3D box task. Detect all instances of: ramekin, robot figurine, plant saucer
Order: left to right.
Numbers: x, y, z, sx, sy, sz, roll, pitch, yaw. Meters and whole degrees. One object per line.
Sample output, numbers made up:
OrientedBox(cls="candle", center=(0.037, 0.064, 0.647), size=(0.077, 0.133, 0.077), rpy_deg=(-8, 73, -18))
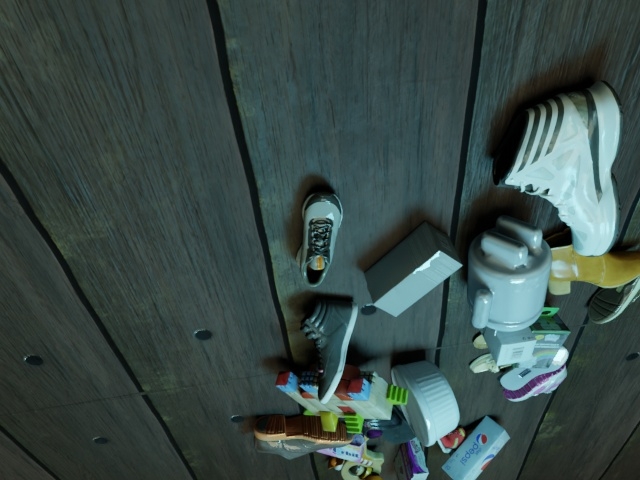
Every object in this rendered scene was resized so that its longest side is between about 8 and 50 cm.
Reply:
OrientedBox(cls="ramekin", center=(0.348, 0.525, 1.566), size=(0.127, 0.272, 0.272), rpy_deg=(-19, 132, -10))
OrientedBox(cls="plant saucer", center=(0.553, 0.331, 1.584), size=(0.084, 0.015, 0.083), rpy_deg=(-5, 130, -5))
OrientedBox(cls="robot figurine", center=(0.496, 0.105, 1.260), size=(0.300, 0.200, 0.353), rpy_deg=(-37, 136, -23))

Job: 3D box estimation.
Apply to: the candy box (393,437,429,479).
OrientedBox(cls="candy box", center=(0.381, 0.960, 1.999), size=(0.071, 0.159, 0.233), rpy_deg=(1, 131, -9))

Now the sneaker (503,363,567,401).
OrientedBox(cls="sneaker", center=(0.794, 0.520, 1.727), size=(0.252, 0.102, 0.111), rpy_deg=(-37, 124, 22))

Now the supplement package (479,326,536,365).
OrientedBox(cls="supplement package", center=(0.550, 0.266, 1.420), size=(0.105, 0.179, 0.105), rpy_deg=(-9, 131, -1))

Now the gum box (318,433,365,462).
OrientedBox(cls="gum box", center=(0.078, 0.775, 1.805), size=(0.189, 0.062, 0.107), rpy_deg=(8, 126, 15))

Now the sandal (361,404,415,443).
OrientedBox(cls="sandal", center=(0.237, 0.692, 1.782), size=(0.168, 0.107, 0.446), rpy_deg=(-36, 126, 20))

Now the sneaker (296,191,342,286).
OrientedBox(cls="sneaker", center=(0.000, 0.000, 1.157), size=(0.101, 0.108, 0.271), rpy_deg=(2, 128, -8))

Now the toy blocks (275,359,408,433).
OrientedBox(cls="toy blocks", center=(0.043, 0.461, 1.487), size=(0.382, 0.190, 0.261), rpy_deg=(-11, 135, 34))

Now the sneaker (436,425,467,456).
OrientedBox(cls="sneaker", center=(0.538, 0.810, 1.956), size=(0.118, 0.107, 0.279), rpy_deg=(-44, 128, 4))

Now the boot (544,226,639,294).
OrientedBox(cls="boot", center=(0.766, 0.037, 1.312), size=(0.296, 0.104, 0.211), rpy_deg=(-18, 129, 8))

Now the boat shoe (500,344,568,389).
OrientedBox(cls="boat shoe", center=(0.742, 0.425, 1.645), size=(0.096, 0.088, 0.267), rpy_deg=(38, 124, 6))

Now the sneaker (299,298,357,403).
OrientedBox(cls="sneaker", center=(-0.002, 0.300, 1.341), size=(0.147, 0.295, 0.104), rpy_deg=(18, 167, -10))

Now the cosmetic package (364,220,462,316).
OrientedBox(cls="cosmetic package", center=(0.237, 0.078, 1.248), size=(0.107, 0.127, 0.238), rpy_deg=(28, 123, -29))

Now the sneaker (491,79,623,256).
OrientedBox(cls="sneaker", center=(0.544, -0.132, 1.121), size=(0.258, 0.169, 0.447), rpy_deg=(-13, 123, 13))

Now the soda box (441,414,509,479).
OrientedBox(cls="soda box", center=(0.632, 0.860, 1.914), size=(0.286, 0.098, 0.091), rpy_deg=(-45, 128, -10))

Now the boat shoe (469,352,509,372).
OrientedBox(cls="boat shoe", center=(0.608, 0.428, 1.647), size=(0.170, 0.059, 0.063), rpy_deg=(-27, 129, 14))

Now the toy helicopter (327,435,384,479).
OrientedBox(cls="toy helicopter", center=(0.144, 0.877, 1.938), size=(0.235, 0.140, 0.354), rpy_deg=(0, 120, 3))

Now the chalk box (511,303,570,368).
OrientedBox(cls="chalk box", center=(0.669, 0.280, 1.480), size=(0.133, 0.132, 0.212), rpy_deg=(4, 123, -11))

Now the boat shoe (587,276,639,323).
OrientedBox(cls="boat shoe", center=(0.937, 0.162, 1.453), size=(0.095, 0.095, 0.257), rpy_deg=(5, 129, -21))

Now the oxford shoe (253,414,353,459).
OrientedBox(cls="oxford shoe", center=(-0.064, 0.726, 1.737), size=(0.364, 0.130, 0.132), rpy_deg=(5, 112, -1))
